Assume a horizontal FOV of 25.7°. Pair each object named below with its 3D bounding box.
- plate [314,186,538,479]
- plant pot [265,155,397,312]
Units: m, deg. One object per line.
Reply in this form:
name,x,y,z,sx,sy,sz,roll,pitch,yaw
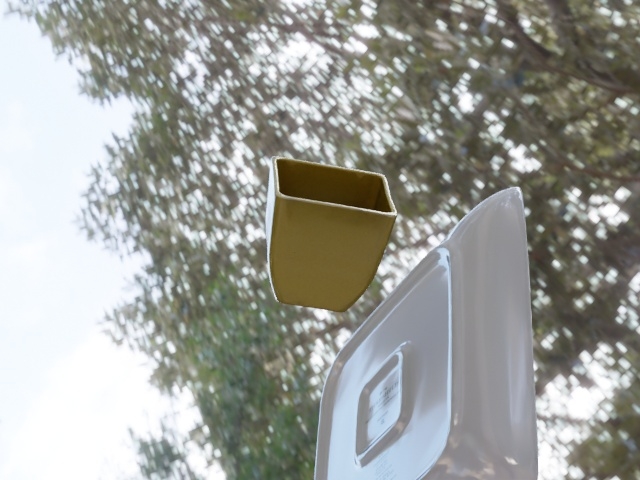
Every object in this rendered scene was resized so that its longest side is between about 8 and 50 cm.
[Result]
plate,0.062,0.129,1.040,0.045,0.278,0.277,23,-46,-19
plant pot,0.000,0.000,0.945,0.081,0.081,0.083,9,-68,-8
